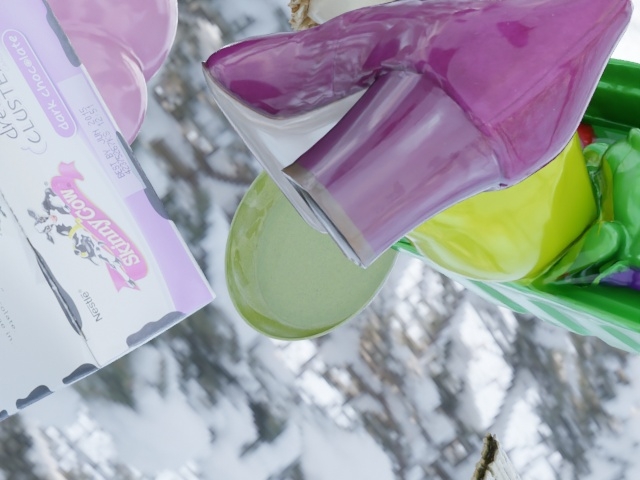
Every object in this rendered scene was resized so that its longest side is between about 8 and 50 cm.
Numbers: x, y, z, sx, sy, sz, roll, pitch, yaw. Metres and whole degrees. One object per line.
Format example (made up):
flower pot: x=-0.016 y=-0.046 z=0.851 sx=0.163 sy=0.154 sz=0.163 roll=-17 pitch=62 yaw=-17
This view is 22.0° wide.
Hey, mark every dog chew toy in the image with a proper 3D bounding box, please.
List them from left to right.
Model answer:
dog chew toy: x=-0.203 y=-0.200 z=1.331 sx=0.207 sy=0.206 sz=0.332 roll=-15 pitch=-120 yaw=21

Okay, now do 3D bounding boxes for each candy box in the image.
candy box: x=-0.157 y=-0.004 z=0.731 sx=0.070 sy=0.165 sz=0.196 roll=-30 pitch=-178 yaw=-40

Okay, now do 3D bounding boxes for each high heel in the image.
high heel: x=0.046 y=-0.090 z=0.942 sx=0.181 sy=0.127 sz=0.377 roll=-37 pitch=-158 yaw=-2

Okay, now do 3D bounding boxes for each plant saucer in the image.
plant saucer: x=0.000 y=0.000 z=1.794 sx=0.241 sy=0.037 sz=0.241 roll=-17 pitch=-120 yaw=32

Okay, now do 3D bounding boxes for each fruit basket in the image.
fruit basket: x=0.195 y=-0.059 z=1.411 sx=0.392 sy=0.392 sz=0.283 roll=23 pitch=-109 yaw=41

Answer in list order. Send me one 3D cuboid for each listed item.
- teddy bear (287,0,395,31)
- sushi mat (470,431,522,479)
teddy bear: x=0.085 y=-0.211 z=1.212 sx=0.113 sy=0.338 sz=0.245 roll=50 pitch=-56 yaw=10
sushi mat: x=0.160 y=0.283 z=1.433 sx=0.019 sy=0.316 sz=0.151 roll=12 pitch=-110 yaw=22
